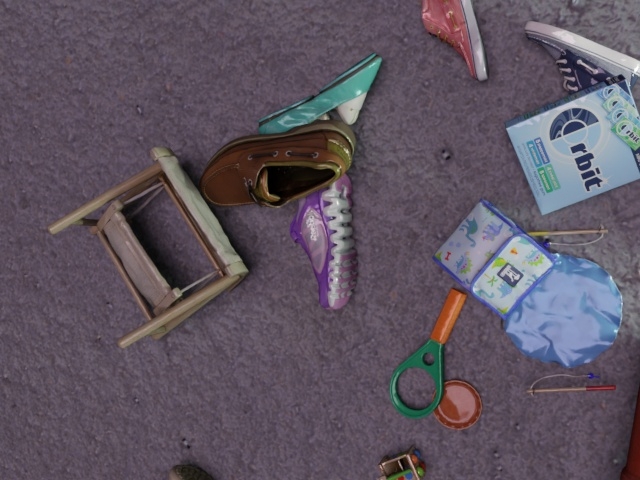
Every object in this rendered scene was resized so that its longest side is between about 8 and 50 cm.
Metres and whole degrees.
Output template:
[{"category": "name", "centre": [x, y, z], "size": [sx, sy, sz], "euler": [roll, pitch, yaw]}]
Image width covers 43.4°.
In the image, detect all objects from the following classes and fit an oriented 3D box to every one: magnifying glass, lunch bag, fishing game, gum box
[{"category": "magnifying glass", "centre": [0.187, 0.190, 1.348], "size": [0.092, 0.026, 0.231], "euler": [26, 100, 25]}, {"category": "lunch bag", "centre": [0.276, 0.030, 1.271], "size": [0.151, 0.096, 0.129], "euler": [44, 105, 19]}, {"category": "fishing game", "centre": [0.382, 0.112, 1.284], "size": [0.189, 0.041, 0.264], "euler": [-7, 83, 16]}, {"category": "gum box", "centre": [0.398, -0.144, 1.233], "size": [0.184, 0.041, 0.157], "euler": [-21, 108, 17]}]

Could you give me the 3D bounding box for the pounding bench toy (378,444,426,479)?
[{"category": "pounding bench toy", "centre": [0.137, 0.387, 1.347], "size": [0.065, 0.083, 0.052], "euler": [-25, 86, 17]}]

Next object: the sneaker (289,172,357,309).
[{"category": "sneaker", "centre": [0.000, 0.000, 1.366], "size": [0.104, 0.095, 0.236], "euler": [-4, 87, 22]}]

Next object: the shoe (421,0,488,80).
[{"category": "shoe", "centre": [0.214, -0.333, 1.295], "size": [0.081, 0.063, 0.178], "euler": [-15, 84, 18]}]

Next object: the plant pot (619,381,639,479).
[{"category": "plant pot", "centre": [0.559, 0.278, 1.138], "size": [0.272, 0.272, 0.265], "euler": [4, 86, 16]}]

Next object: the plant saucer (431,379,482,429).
[{"category": "plant saucer", "centre": [0.229, 0.275, 1.350], "size": [0.083, 0.013, 0.083], "euler": [1, 93, 16]}]

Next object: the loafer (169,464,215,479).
[{"category": "loafer", "centre": [-0.191, 0.521, 1.444], "size": [0.092, 0.102, 0.268], "euler": [-45, 81, 8]}]

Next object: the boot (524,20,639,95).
[{"category": "boot", "centre": [0.391, -0.267, 1.240], "size": [0.190, 0.069, 0.086], "euler": [26, 105, 11]}]

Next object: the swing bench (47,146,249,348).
[{"category": "swing bench", "centre": [-0.283, 0.012, 1.412], "size": [0.255, 0.165, 0.253], "euler": [-33, 83, 10]}]

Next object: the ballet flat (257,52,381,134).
[{"category": "ballet flat", "centre": [0.011, -0.220, 1.355], "size": [0.247, 0.083, 0.087], "euler": [-27, 99, 20]}]

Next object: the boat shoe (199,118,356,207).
[{"category": "boat shoe", "centre": [-0.089, -0.111, 1.333], "size": [0.307, 0.104, 0.111], "euler": [-18, 128, 32]}]
